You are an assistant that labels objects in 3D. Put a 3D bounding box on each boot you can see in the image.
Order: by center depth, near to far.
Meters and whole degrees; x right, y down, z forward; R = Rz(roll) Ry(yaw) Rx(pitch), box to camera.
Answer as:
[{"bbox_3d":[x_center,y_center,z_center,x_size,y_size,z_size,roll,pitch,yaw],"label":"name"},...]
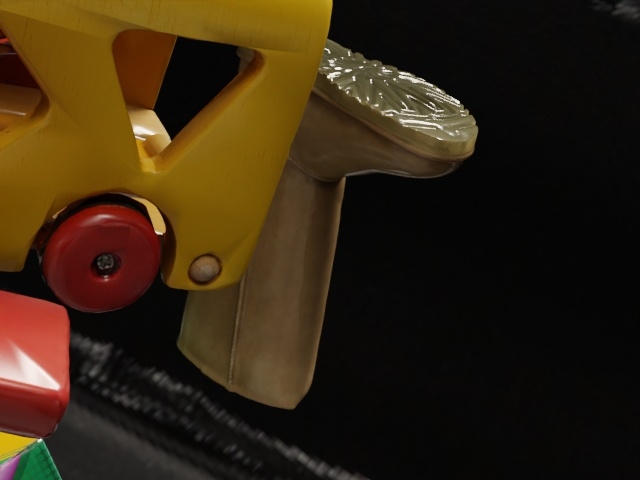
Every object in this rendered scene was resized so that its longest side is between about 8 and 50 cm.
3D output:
[{"bbox_3d":[0.000,0.000,1.300,0.236,0.089,0.269,35,-59,45],"label":"boot"}]

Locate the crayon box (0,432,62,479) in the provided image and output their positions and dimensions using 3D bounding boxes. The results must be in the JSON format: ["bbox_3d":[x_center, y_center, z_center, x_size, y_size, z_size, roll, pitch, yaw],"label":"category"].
[{"bbox_3d":[-0.334,0.207,1.388,0.278,0.165,0.081,5,-57,50],"label":"crayon box"}]

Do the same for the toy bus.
[{"bbox_3d":[-0.099,-0.057,0.398,0.191,0.202,0.104,26,-66,12],"label":"toy bus"}]
